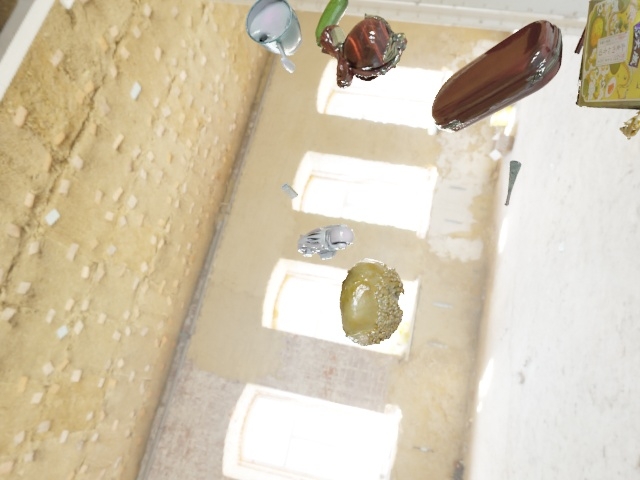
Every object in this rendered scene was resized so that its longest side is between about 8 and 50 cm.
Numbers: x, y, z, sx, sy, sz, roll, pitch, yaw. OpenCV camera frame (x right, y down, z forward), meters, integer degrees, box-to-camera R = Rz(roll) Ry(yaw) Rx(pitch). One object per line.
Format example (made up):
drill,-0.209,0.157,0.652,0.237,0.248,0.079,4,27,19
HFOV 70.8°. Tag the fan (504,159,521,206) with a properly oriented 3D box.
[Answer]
fan,0.930,-0.271,2.185,0.023,0.057,0.281,-45,-38,-28

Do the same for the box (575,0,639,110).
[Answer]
box,1.015,-0.619,1.457,0.420,0.139,0.372,-88,-3,-72

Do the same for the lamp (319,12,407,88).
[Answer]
lamp,0.118,-0.538,1.242,0.151,0.224,0.214,66,-171,-70

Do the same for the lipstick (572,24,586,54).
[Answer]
lipstick,1.086,-0.853,1.841,0.027,0.027,0.176,-58,-15,-68

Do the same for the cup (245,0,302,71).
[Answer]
cup,-0.144,-0.720,1.543,0.173,0.168,0.299,-2,-104,-71

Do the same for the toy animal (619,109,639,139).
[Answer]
toy animal,0.842,-0.311,1.183,0.081,0.083,0.060,56,177,-39

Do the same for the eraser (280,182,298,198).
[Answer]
eraser,-0.139,-0.223,2.030,0.083,0.038,0.019,45,-146,-32

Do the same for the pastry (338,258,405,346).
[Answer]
pastry,0.194,0.219,1.576,0.284,0.184,0.315,54,-135,-43

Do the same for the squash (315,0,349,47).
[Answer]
squash,0.038,-0.848,1.732,0.219,0.078,0.068,-56,35,42

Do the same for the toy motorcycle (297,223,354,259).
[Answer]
toy motorcycle,0.000,0.000,1.394,0.254,0.113,0.112,-15,57,54

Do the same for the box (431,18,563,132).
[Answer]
box,0.511,-0.474,1.333,0.404,0.108,0.263,-22,36,49
